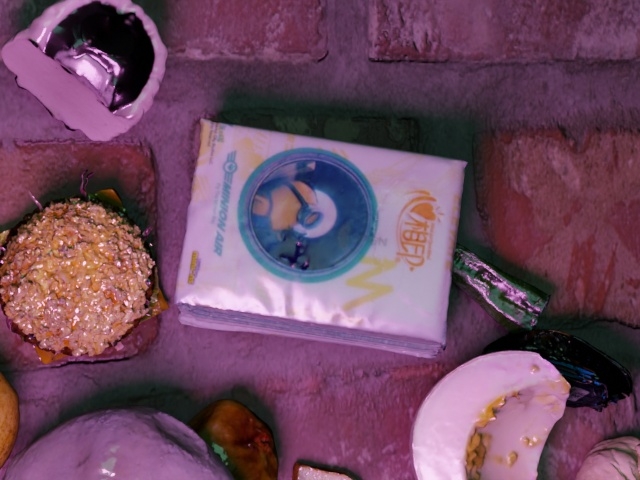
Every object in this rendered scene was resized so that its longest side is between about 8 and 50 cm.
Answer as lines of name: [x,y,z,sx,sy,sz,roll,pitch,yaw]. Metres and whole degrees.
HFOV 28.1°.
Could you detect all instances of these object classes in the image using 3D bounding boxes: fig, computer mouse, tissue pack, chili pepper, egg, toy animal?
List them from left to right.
toy animal: [-0.331,-0.261,1.845,0.208,0.204,0.156,42,60,-18]
fig: [-0.144,0.301,1.795,0.165,0.144,0.154,-15,118,-4]
tissue pack: [0.000,0.000,1.846,0.388,0.162,0.287,8,79,-1]
chili pepper: [0.233,0.061,1.942,0.227,0.059,0.088,32,91,3]
egg: [0.233,0.287,1.835,0.206,0.162,0.271,11,84,7]
computer mouse: [0.352,0.186,1.899,0.241,0.146,0.077,20,62,-11]

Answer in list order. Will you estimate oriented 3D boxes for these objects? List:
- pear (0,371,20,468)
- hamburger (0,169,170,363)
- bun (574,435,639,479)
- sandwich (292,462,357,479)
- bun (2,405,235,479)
pear: [-0.495,0.234,1.711,0.197,0.197,0.197,2,78,-9]
hamburger: [-0.343,0.040,1.807,0.243,0.138,0.262,-28,85,-13]
bun: [0.479,0.396,1.870,0.229,0.145,0.229,1,78,-5]
sandwich: [0.004,0.373,1.850,0.105,0.036,0.093,9,77,-9]
bun: [-0.268,0.383,1.670,0.354,0.194,0.354,2,103,9]
